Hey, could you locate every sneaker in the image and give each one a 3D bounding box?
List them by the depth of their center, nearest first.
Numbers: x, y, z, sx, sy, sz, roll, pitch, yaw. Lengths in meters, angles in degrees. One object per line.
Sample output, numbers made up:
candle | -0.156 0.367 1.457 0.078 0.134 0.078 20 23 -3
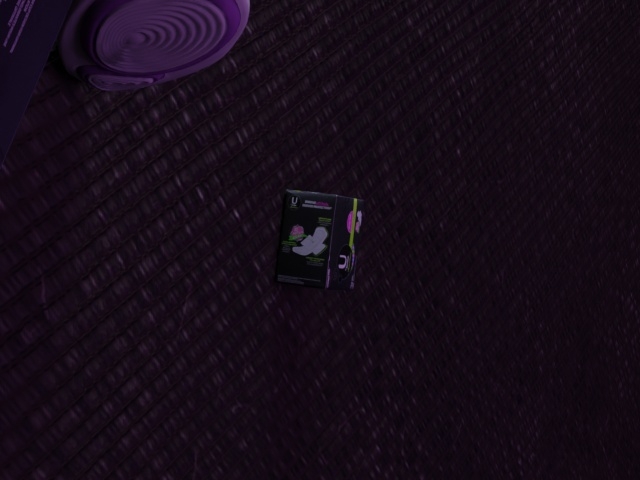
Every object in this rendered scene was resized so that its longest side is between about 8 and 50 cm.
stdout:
sneaker | -0.091 -0.220 1.022 0.305 0.114 0.152 122 -32 -45

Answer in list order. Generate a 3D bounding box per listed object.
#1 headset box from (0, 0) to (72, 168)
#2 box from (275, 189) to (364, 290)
headset box | -0.263 -0.100 0.772 0.283 0.131 0.246 53 49 -55
box | 0.000 0.000 1.415 0.062 0.052 0.083 5 93 -64
